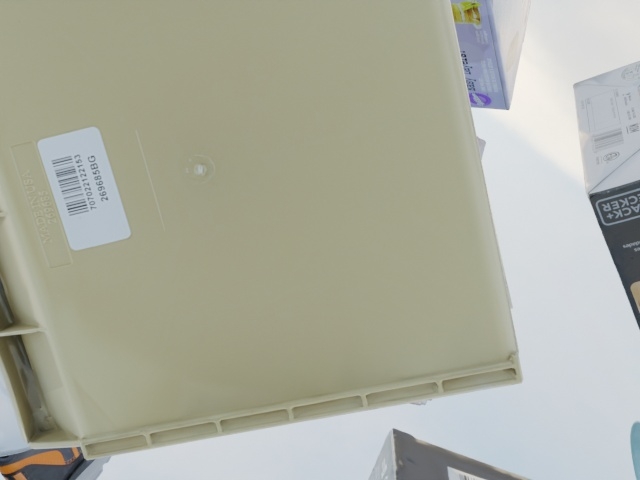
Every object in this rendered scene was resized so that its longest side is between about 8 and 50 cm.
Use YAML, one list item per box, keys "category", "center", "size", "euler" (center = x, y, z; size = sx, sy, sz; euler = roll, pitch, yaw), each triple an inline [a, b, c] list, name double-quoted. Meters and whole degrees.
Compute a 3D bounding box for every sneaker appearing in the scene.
- category: "sneaker"
  center: [-0.322, 0.192, 1.167]
  size: [0.125, 0.180, 0.321]
  euler: [0, -134, 40]

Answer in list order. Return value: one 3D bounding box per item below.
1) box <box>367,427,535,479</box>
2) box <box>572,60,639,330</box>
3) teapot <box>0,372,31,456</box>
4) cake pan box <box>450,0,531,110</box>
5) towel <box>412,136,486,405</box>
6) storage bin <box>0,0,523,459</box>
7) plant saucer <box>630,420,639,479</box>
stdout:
- category: "box"
  center: [0.163, 0.508, 1.145]
  size: [0.294, 0.395, 0.212]
  euler: [21, -166, -2]
- category: "box"
  center: [0.273, 0.028, 0.616]
  size: [0.290, 0.087, 0.169]
  euler: [61, -154, -26]
- category: "teapot"
  center: [-0.271, 0.080, 0.772]
  size: [0.252, 0.187, 0.256]
  euler: [56, -137, -35]
- category: "cake pan box"
  center: [0.196, -0.320, 0.962]
  size: [0.070, 0.246, 0.266]
  euler: [8, -105, 18]
- category: "towel"
  center: [0.000, 0.000, 0.994]
  size: [0.332, 0.316, 0.053]
  euler: [13, 173, 6]
- category: "storage bin"
  center: [-0.049, -0.045, 0.437]
  size: [0.261, 0.262, 0.123]
  euler: [-12, -167, 8]
- category: "plant saucer"
  center: [0.376, 0.280, 0.889]
  size: [0.038, 0.195, 0.195]
  euler: [-14, -135, 3]
